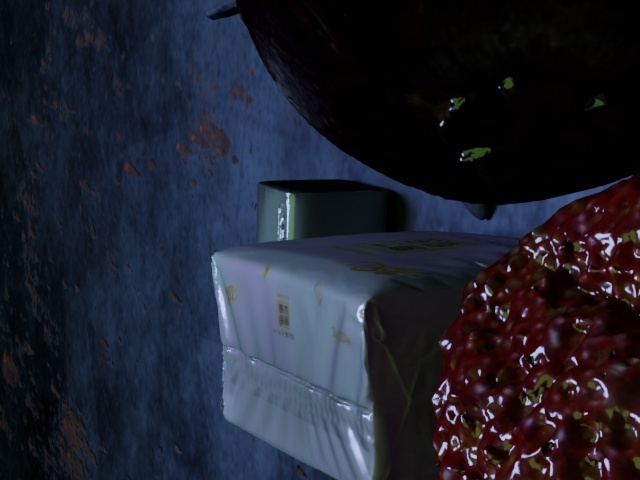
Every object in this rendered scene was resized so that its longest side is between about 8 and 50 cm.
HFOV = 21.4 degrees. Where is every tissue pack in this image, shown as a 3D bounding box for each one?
[{"bbox_3d":[0.061,0.063,0.988,0.225,0.185,0.124,-167,73,-65],"label":"tissue pack"}]

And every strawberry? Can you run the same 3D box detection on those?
[{"bbox_3d":[0.166,0.108,0.693,0.288,0.250,0.238,32,162,36],"label":"strawberry"}]

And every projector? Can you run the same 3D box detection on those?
[{"bbox_3d":[0.000,0.000,1.237,0.083,0.083,0.082,-161,71,-64],"label":"projector"}]

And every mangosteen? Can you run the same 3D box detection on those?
[{"bbox_3d":[0.094,-0.166,0.782,0.297,0.297,0.293,146,116,-62],"label":"mangosteen"}]

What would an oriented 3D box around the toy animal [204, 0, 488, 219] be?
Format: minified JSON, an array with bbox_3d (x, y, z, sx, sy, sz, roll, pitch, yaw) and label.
[{"bbox_3d":[-0.001,-0.176,1.169,0.367,0.081,0.206,43,149,47],"label":"toy animal"}]
